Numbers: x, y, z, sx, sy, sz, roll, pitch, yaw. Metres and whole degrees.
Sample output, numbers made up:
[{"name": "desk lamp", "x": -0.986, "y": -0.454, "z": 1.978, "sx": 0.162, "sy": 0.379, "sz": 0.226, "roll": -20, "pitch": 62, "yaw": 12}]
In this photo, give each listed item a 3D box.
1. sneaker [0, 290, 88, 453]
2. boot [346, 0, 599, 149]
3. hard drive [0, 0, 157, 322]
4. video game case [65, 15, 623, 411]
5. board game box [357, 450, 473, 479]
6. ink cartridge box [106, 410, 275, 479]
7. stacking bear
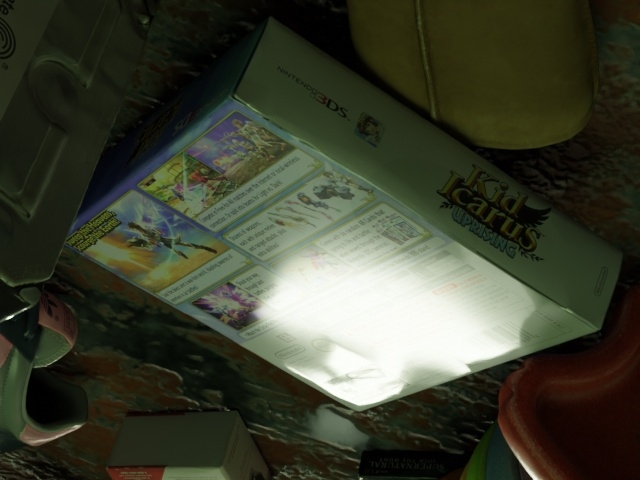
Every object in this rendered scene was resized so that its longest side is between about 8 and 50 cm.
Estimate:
[{"name": "sneaker", "x": -0.236, "y": 0.033, "z": 1.096, "sx": 0.131, "sy": 0.112, "sz": 0.319, "roll": -5, "pitch": 141, "yaw": -2}, {"name": "boot", "x": 0.016, "y": -0.155, "z": 0.789, "sx": 0.236, "sy": 0.089, "sz": 0.269, "roll": 13, "pitch": 152, "yaw": 18}, {"name": "hard drive", "x": -0.238, "y": -0.143, "z": 0.781, "sx": 0.064, "sy": 0.237, "sz": 0.339, "roll": -23, "pitch": 126, "yaw": 35}, {"name": "video game case", "x": 0.000, "y": 0.000, "z": 0.955, "sx": 0.244, "sy": 0.061, "sz": 0.269, "roll": 31, "pitch": 152, "yaw": -19}, {"name": "board game box", "x": 0.131, "y": 0.208, "z": 1.223, "sx": 0.186, "sy": 0.026, "sz": 0.126, "roll": -1, "pitch": 136, "yaw": 17}, {"name": "ink cartridge box", "x": -0.091, "y": 0.195, "z": 1.250, "sx": 0.099, "sy": 0.056, "sz": 0.135, "roll": -4, "pitch": 135, "yaw": 20}, {"name": "stacking bear", "x": 0.153, "y": 0.177, "z": 1.056, "sx": 0.164, "sy": 0.175, "sz": 0.289, "roll": 53, "pitch": 146, "yaw": 11}]
